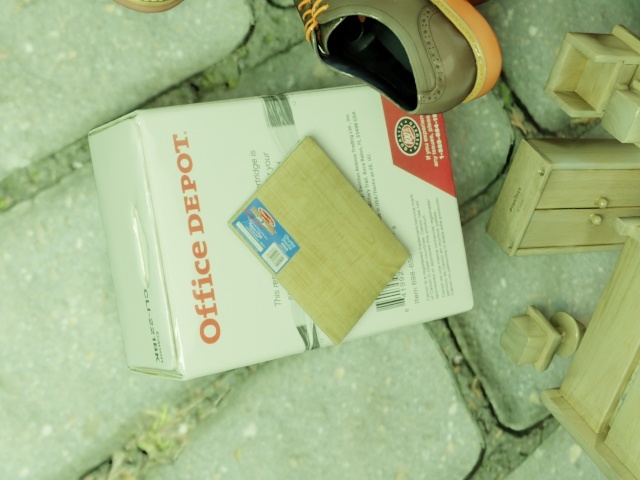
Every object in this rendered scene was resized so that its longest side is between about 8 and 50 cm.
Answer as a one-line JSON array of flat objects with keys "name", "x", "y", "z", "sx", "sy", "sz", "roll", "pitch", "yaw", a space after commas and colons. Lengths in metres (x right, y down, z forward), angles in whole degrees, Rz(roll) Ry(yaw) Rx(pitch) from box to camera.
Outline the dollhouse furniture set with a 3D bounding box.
[{"name": "dollhouse furniture set", "x": 0.321, "y": 0.033, "z": 0.973, "sx": 0.173, "sy": 0.355, "sz": 0.303, "roll": -3, "pitch": 126, "yaw": -29}]

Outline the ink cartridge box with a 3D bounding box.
[{"name": "ink cartridge box", "x": -0.029, "y": -0.014, "z": 0.918, "sx": 0.272, "sy": 0.114, "sz": 0.197, "roll": -10, "pitch": 92, "yaw": -32}]

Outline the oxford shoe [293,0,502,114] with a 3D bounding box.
[{"name": "oxford shoe", "x": 0.017, "y": -0.199, "z": 0.909, "sx": 0.271, "sy": 0.097, "sz": 0.098, "roll": 42, "pitch": 49, "yaw": 22}]

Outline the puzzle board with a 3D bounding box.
[{"name": "puzzle board", "x": 0.000, "y": 0.000, "z": 0.861, "sx": 0.128, "sy": 0.011, "sz": 0.096, "roll": 49, "pitch": 67, "yaw": -18}]

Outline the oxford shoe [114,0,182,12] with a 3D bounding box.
[{"name": "oxford shoe", "x": -0.093, "y": -0.344, "z": 0.888, "sx": 0.123, "sy": 0.130, "sz": 0.348, "roll": 19, "pitch": 73, "yaw": -10}]

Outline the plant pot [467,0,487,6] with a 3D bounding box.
[{"name": "plant pot", "x": 0.163, "y": -0.358, "z": 0.984, "sx": 0.274, "sy": 0.243, "sz": 0.275, "roll": 3, "pitch": 84, "yaw": -30}]
